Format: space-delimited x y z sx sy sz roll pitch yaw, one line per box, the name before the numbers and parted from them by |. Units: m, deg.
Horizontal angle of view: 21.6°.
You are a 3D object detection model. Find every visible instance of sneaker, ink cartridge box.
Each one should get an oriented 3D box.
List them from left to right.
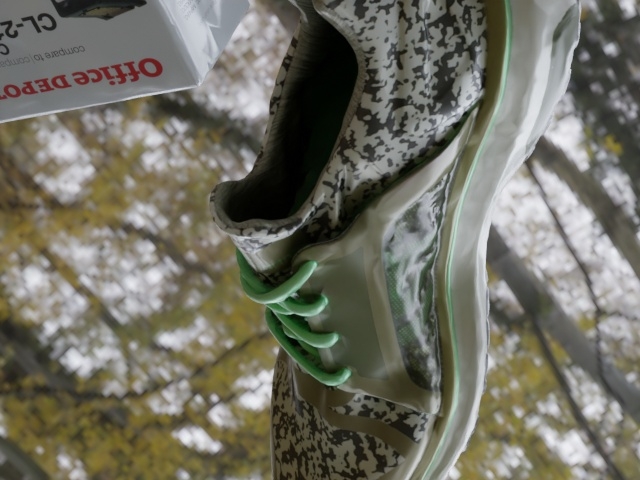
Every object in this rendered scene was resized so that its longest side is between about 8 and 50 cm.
ink cartridge box | -0.129 -0.148 0.767 0.127 0.175 0.072 -8 -143 28
sneaker | 0.000 0.000 0.956 0.182 0.410 0.158 -7 -152 -38
